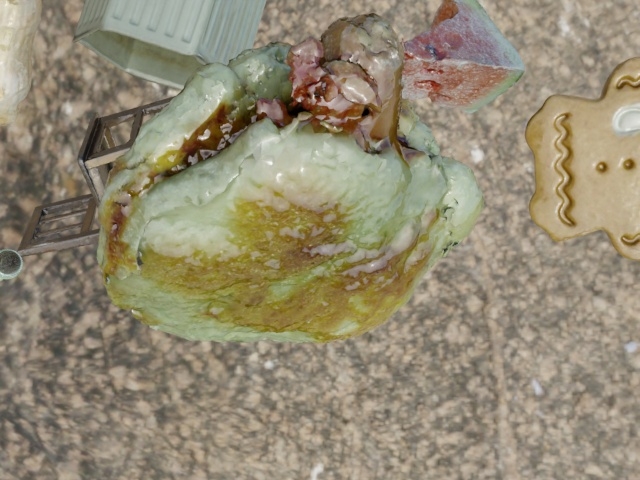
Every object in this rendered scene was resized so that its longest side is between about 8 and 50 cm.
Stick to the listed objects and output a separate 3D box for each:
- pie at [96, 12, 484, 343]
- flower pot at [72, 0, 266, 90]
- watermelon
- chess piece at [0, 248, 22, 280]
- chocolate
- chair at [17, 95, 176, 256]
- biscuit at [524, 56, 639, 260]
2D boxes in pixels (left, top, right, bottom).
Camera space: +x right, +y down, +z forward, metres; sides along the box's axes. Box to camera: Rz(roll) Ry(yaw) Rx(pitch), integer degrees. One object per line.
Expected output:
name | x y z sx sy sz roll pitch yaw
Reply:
pie | -0.022 -0.009 0.566 0.257 0.106 0.274 -33 140 9
flower pot | -0.198 -0.322 1.117 0.239 0.209 0.190 30 75 -62
watermelon | 0.144 -0.180 0.877 0.121 0.098 0.158 37 45 2
chess piece | -0.638 0.057 1.625 0.059 0.149 0.059 8 75 -30
chocolate | -0.582 -0.350 1.465 0.134 0.309 0.134 14 31 -9
chair | -0.472 -0.140 1.758 0.415 0.203 0.241 -9 127 2
biscuit | 0.311 -0.072 0.726 0.248 0.035 0.184 -2 103 10
